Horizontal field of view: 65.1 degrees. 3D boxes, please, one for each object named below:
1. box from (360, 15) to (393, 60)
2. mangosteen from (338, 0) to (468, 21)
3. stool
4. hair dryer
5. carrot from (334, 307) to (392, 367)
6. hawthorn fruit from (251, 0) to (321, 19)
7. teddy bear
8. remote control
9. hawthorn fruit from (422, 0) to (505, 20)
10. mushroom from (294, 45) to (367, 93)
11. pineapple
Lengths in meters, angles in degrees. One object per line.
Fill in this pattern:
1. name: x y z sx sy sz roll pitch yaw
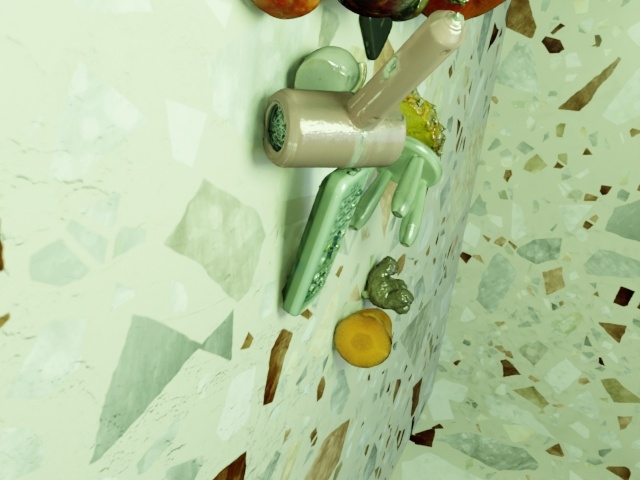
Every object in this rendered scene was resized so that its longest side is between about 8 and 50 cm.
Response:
1. box: 0.124 -0.475 1.094 0.126 0.027 0.125 -65 157 -23
2. mangosteen: 0.134 -0.477 0.821 0.289 0.231 0.231 4 103 -29
3. stool: 0.168 -0.123 1.194 0.199 0.195 0.195 -63 154 -21
4. hair dryer: 0.069 -0.217 0.728 0.210 0.352 0.125 -4 74 -28
5. carrot: 0.146 0.252 1.444 0.225 0.159 0.159 -31 132 -68
6. hawthorn fruit: -0.046 -0.361 0.677 0.128 0.128 0.128 -44 142 -49
7. teddy bear: 0.207 0.154 1.535 0.140 0.177 0.190 -30 156 11
8. remote control: 0.000 0.000 0.973 0.128 0.065 0.335 -44 159 -52
9. hawthorn fruit: 0.315 -0.628 1.100 0.311 0.295 0.295 -39 138 -48
10. mushroom: 0.025 -0.302 0.915 0.116 0.093 0.225 -63 175 34
11. pineapple: 0.276 -0.305 1.367 0.158 0.161 0.334 -61 150 -33
